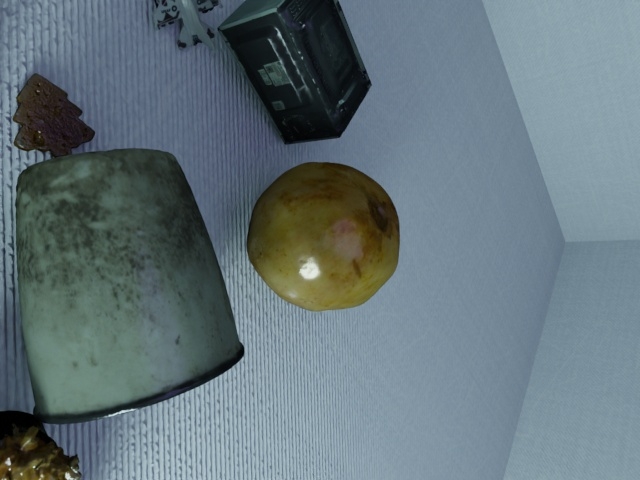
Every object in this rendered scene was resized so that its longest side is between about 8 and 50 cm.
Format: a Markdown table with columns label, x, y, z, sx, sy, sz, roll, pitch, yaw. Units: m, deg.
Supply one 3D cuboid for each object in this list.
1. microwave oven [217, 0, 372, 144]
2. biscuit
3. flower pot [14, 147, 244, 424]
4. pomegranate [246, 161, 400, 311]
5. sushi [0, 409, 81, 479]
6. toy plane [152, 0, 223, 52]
| label | x | y | z | sx | sy | sz | roll | pitch | yaw |
| --- | --- | --- | --- | --- | --- | --- | --- | --- | --- |
| microwave oven | -0.032 | -0.393 | 0.987 | 0.295 | 0.181 | 0.238 | 58 | 46 | -39 |
| biscuit | -0.427 | -0.195 | 0.717 | 0.119 | 0.019 | 0.130 | -21 | 104 | -44 |
| flower pot | -0.292 | 0.051 | 0.673 | 0.293 | 0.293 | 0.331 | -14 | 91 | -45 |
| pomegranate | 0.000 | 0.000 | 0.976 | 0.338 | 0.338 | 0.339 | 3 | 86 | -46 |
| sushi | -0.424 | 0.399 | 0.565 | 0.234 | 0.207 | 0.349 | -17 | 104 | -50 |
| toy plane | -0.262 | -0.472 | 0.857 | 0.160 | 0.082 | 0.234 | -38 | 127 | -31 |
